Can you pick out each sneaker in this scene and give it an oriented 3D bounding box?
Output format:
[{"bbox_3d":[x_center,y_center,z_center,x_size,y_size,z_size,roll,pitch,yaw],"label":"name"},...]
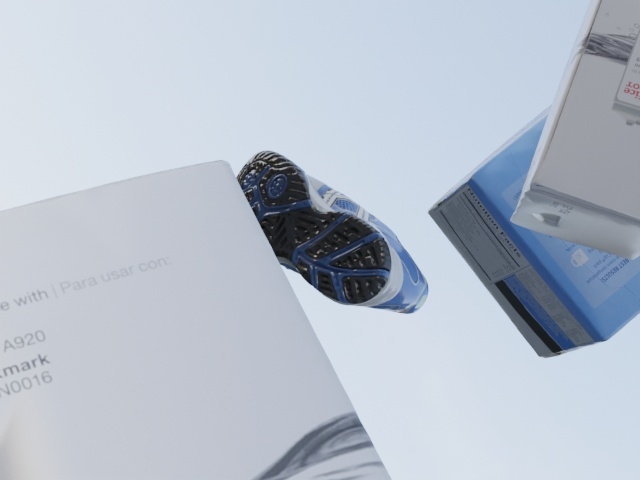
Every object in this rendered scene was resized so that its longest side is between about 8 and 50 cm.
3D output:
[{"bbox_3d":[0.000,0.000,1.091,0.081,0.080,0.211,27,10,-44],"label":"sneaker"}]

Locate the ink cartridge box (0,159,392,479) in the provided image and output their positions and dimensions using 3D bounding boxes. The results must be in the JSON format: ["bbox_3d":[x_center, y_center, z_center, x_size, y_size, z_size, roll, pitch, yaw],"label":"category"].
[{"bbox_3d":[-0.030,0.113,0.354,0.219,0.093,0.160,62,-24,28],"label":"ink cartridge box"}]

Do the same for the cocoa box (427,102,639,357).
[{"bbox_3d":[0.335,-0.066,1.586,0.231,0.347,0.228,51,-11,2],"label":"cocoa box"}]

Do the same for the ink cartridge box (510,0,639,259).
[{"bbox_3d":[0.260,-0.138,1.156,0.117,0.283,0.207,20,-5,6],"label":"ink cartridge box"}]
